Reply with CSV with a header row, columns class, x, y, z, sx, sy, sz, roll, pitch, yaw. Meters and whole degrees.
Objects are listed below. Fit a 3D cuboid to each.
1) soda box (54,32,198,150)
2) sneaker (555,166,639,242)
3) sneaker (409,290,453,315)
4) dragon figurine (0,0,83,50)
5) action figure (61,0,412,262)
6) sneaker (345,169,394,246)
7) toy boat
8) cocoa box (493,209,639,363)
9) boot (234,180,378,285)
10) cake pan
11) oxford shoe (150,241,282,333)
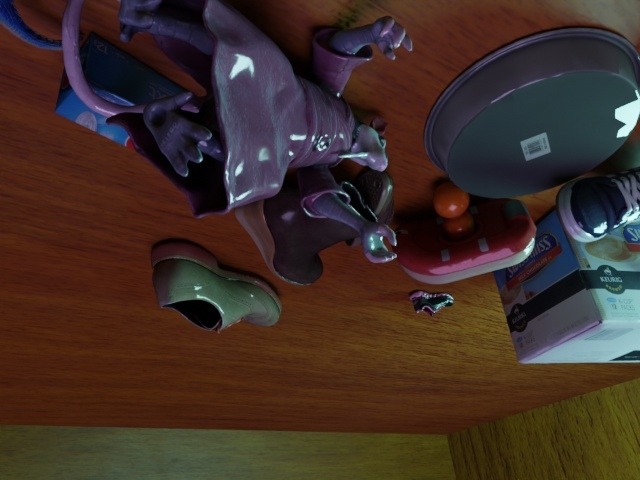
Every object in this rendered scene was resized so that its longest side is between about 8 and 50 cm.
class,x,y,z,sx,sy,sz,roll,pitch,yaw
soda box,-0.191,-0.143,0.607,0.067,0.071,0.210,-30,143,33
sneaker,0.486,-0.072,0.769,0.282,0.099,0.153,-11,172,-35
sneaker,0.266,0.154,1.215,0.119,0.057,0.047,6,145,-23
dragon figurine,-0.293,-0.250,0.394,0.144,0.085,0.289,-25,144,28
action figure,-0.047,-0.118,0.566,0.275,0.248,0.370,14,-171,32
sneaker,0.089,-0.057,0.836,0.071,0.066,0.188,-16,157,-23
toy boat,0.226,-0.029,0.851,0.231,0.151,0.151,-18,117,17
cocoa box,0.566,0.100,1.013,0.347,0.228,0.231,4,149,-17
boot,0.000,0.000,0.831,0.206,0.090,0.248,-4,146,31
cake pan,0.294,-0.152,0.709,0.293,0.054,0.293,-5,150,-3
oxford shoe,-0.196,0.129,1.004,0.123,0.130,0.348,-24,145,26
